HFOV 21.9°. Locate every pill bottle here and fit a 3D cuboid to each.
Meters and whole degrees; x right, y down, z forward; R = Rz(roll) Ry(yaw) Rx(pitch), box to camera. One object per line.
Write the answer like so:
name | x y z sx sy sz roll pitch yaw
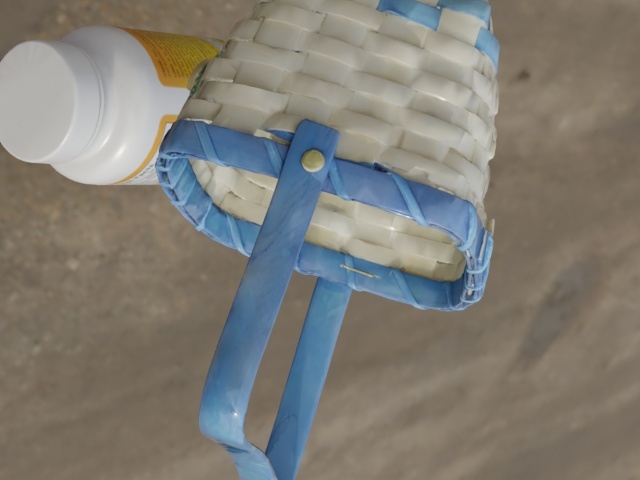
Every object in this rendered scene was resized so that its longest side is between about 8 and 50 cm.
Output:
pill bottle | -0.165 -0.117 1.449 0.245 0.136 0.136 -2 125 -55

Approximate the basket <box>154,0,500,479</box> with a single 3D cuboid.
basket | 0.000 0.000 0.978 0.255 0.201 0.289 82 21 -72
